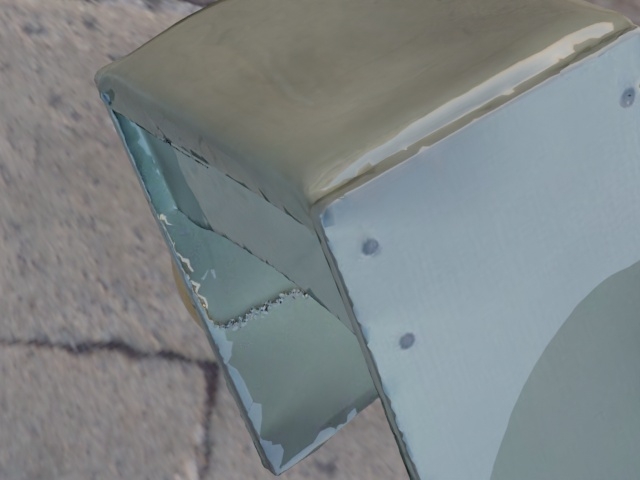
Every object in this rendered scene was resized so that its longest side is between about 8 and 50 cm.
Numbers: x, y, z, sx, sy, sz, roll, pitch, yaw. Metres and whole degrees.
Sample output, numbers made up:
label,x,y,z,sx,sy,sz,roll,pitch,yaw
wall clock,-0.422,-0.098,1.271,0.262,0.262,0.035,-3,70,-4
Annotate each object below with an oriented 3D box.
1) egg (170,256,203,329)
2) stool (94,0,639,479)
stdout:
label,x,y,z,sx,sy,sz,roll,pitch,yaw
egg,0.000,0.000,1.841,0.322,0.250,0.250,-17,108,-35
stool,0.048,0.016,0.870,0.170,0.244,0.269,-30,120,-17
